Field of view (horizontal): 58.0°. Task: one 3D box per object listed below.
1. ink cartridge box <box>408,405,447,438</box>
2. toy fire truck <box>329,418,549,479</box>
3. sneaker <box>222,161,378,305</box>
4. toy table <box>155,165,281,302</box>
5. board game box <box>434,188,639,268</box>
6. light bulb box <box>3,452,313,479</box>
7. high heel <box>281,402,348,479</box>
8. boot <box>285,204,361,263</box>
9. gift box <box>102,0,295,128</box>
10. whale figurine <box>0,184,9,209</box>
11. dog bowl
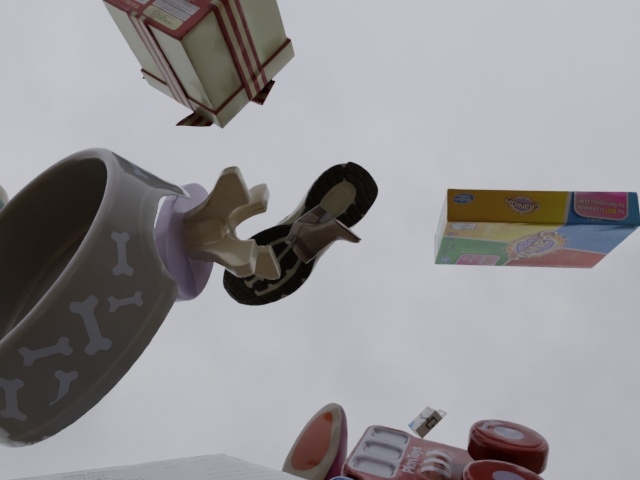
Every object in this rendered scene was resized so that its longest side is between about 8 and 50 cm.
[{"bbox_3d":[0.246,0.410,1.325,0.083,0.048,0.028,-40,-85,-13],"label":"ink cartridge box"},{"bbox_3d":[0.140,0.325,0.711,0.254,0.302,0.169,7,-84,18],"label":"toy fire truck"},{"bbox_3d":[-0.042,-0.005,1.309,0.410,0.182,0.158,-40,-89,3],"label":"sneaker"},{"bbox_3d":[-0.185,-0.011,1.072,0.161,0.274,0.252,-10,-41,12],"label":"toy table"},{"bbox_3d":[0.384,-0.017,1.084,0.317,0.242,0.064,1,-110,7],"label":"board game box"},{"bbox_3d":[-0.094,0.334,0.472,0.361,0.358,0.225,-1,-102,36],"label":"light bulb box"},{"bbox_3d":[0.009,0.507,1.080,0.127,0.377,0.181,-12,-45,42],"label":"high heel"},{"bbox_3d":[0.000,0.000,0.921,0.087,0.118,0.042,-52,-39,2],"label":"boot"},{"bbox_3d":[-0.237,-0.381,1.100,0.276,0.255,0.258,-45,-27,-13],"label":"gift box"},{"bbox_3d":[-0.664,-0.015,1.065,0.217,0.141,0.272,4,-37,-11],"label":"whale figurine"},{"bbox_3d":[-0.303,0.042,0.647,0.349,0.348,0.102,-36,-51,11],"label":"dog bowl"}]
